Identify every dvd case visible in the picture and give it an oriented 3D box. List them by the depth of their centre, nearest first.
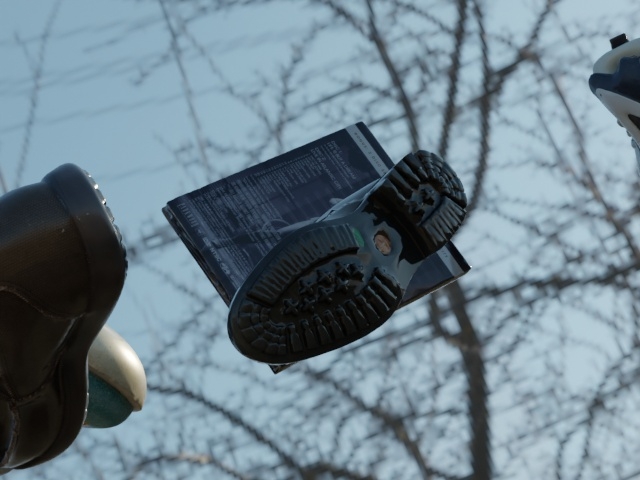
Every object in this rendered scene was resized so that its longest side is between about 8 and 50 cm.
[{"bbox_3d":[0.000,0.000,1.375,0.221,0.164,0.018,-25,-17,-36],"label":"dvd case"}]

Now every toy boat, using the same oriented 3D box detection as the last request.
[{"bbox_3d":[-0.321,0.151,1.752,0.267,0.148,0.318,22,-22,-3],"label":"toy boat"}]

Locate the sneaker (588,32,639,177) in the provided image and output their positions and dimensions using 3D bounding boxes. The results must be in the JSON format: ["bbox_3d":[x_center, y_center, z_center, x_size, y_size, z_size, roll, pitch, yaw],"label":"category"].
[{"bbox_3d":[0.297,-0.104,1.459,0.094,0.153,0.235,-29,-21,-8],"label":"sneaker"}]

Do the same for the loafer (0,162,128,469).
[{"bbox_3d":[-0.250,0.070,1.264,0.130,0.134,0.366,-17,-28,-28],"label":"loafer"}]

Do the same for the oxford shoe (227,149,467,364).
[{"bbox_3d":[0.007,0.025,1.119,0.096,0.083,0.227,-32,2,45],"label":"oxford shoe"}]
